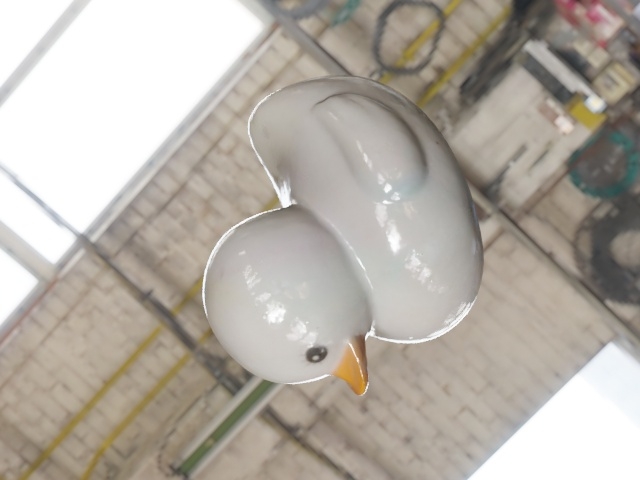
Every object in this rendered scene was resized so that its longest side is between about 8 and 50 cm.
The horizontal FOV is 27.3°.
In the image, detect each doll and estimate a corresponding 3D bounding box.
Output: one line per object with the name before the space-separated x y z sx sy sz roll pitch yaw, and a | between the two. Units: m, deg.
doll | 0.000 0.000 1.009 0.221 0.221 0.251 19 -136 -63
